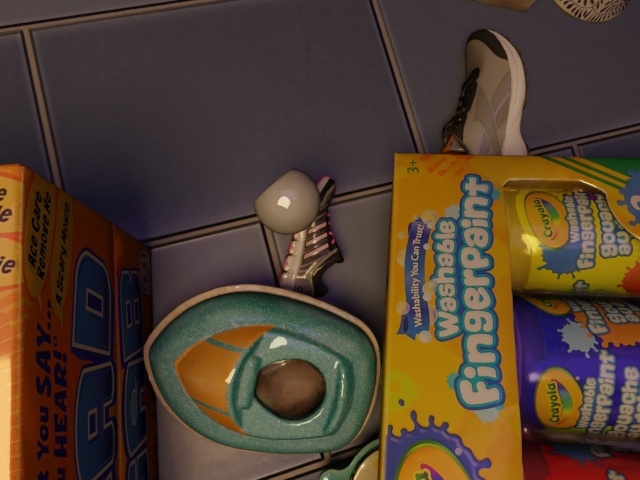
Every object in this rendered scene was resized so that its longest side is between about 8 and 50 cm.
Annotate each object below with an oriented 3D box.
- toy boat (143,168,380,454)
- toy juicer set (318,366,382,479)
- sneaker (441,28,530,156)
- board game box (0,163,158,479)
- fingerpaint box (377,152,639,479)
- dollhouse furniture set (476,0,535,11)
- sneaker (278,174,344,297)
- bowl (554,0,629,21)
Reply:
[{"bbox_3d":[-0.055,0.083,0.511,0.267,0.148,0.318,8,92,-4],"label":"toy boat"},{"bbox_3d":[0.112,0.277,0.577,0.329,0.089,0.209,39,78,0],"label":"toy juicer set"},{"bbox_3d":[0.226,-0.174,0.665,0.108,0.100,0.272,0,81,-3],"label":"sneaker"},{"bbox_3d":[-0.355,0.167,0.390,0.356,0.356,0.357,-4,82,-9],"label":"board game box"},{"bbox_3d":[0.251,0.133,0.489,0.371,0.163,0.445,3,66,9],"label":"fingerpaint box"},{"bbox_3d":[0.256,-0.510,0.618,0.286,0.303,0.198,9,79,-7],"label":"dollhouse furniture set"},{"bbox_3d":[0.000,0.000,0.620,0.074,0.063,0.170,17,84,-5],"label":"sneaker"},{"bbox_3d":[0.457,-0.453,0.752,0.170,0.080,0.170,2,80,-9],"label":"bowl"}]
